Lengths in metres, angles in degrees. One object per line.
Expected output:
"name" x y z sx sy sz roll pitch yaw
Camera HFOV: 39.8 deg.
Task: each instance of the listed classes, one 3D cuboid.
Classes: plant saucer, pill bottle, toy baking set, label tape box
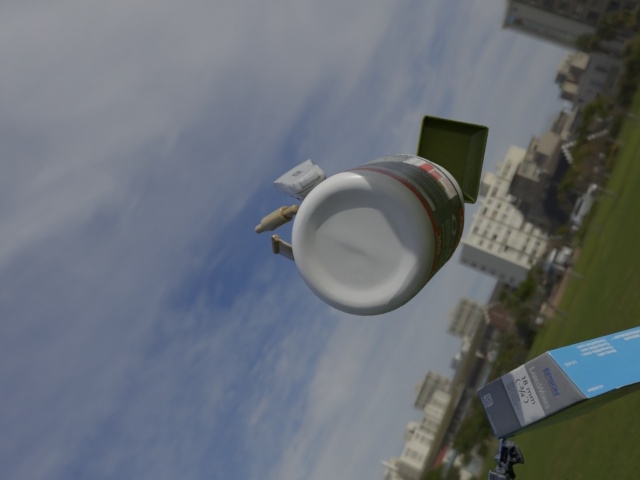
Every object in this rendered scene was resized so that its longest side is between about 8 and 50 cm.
"plant saucer" 0.295 -0.190 2.087 0.045 0.188 0.188 18 101 63
"pill bottle" 0.111 -0.025 1.385 0.363 0.210 0.210 -30 -39 -67
"toy baking set" -0.006 -0.003 1.622 0.256 0.196 0.030 -33 31 61
"label tape box" 0.467 0.232 1.532 0.240 0.106 0.334 -9 -21 -29

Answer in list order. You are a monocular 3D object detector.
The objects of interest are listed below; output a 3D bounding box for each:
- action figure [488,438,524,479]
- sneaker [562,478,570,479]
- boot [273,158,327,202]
"action figure" 0.376 0.582 1.765 0.178 0.330 0.341 -11 -78 -51
"sneaker" 0.346 0.474 1.326 0.104 0.146 0.296 53 -155 -25
"boot" -0.018 -0.083 1.737 0.095 0.123 0.258 -33 12 -1
